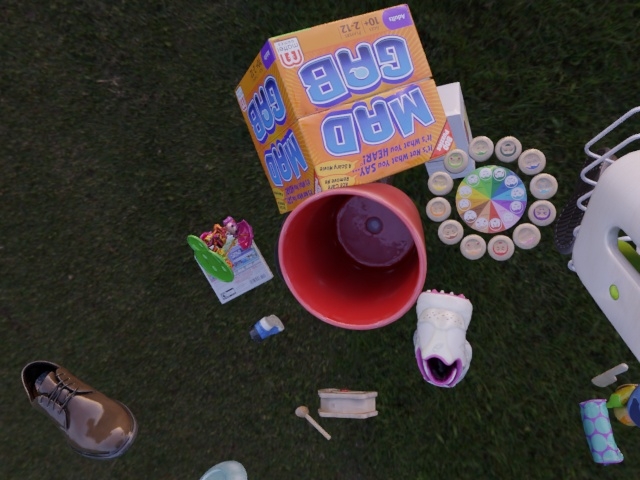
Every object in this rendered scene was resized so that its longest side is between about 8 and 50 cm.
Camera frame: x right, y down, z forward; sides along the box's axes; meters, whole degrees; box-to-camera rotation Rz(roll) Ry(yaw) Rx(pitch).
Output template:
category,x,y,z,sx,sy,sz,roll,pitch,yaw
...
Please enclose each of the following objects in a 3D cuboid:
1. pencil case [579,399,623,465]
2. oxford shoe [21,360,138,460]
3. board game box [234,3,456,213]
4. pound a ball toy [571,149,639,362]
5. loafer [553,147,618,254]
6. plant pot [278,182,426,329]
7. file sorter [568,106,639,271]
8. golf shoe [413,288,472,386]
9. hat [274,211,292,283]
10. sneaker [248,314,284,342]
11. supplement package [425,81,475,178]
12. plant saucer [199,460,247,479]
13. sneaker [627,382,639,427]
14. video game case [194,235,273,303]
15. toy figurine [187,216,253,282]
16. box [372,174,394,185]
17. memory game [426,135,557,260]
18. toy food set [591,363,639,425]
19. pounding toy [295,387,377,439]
category,x,y,z,sx,sy,sz,roll,pitch,yaw
pencil case,0.689,0.469,1.364,0.070,0.064,0.152,-2,62,-2
oxford shoe,-0.343,0.230,0.762,0.227,0.083,0.096,14,147,32
board game box,0.045,-0.305,1.377,0.356,0.356,0.356,-22,95,-20
pound a ball toy,0.326,0.030,0.361,0.208,0.319,0.136,-3,129,-5
loafer,0.836,-0.106,1.681,0.130,0.134,0.366,31,79,-10
plant pot,0.086,0.003,1.095,0.274,0.243,0.275,6,109,17
file sorter,0.575,-0.069,0.988,0.173,0.193,0.278,20,69,-5
golf shoe,0.216,0.216,1.017,0.115,0.140,0.306,4,145,19
hat,0.000,0.000,1.639,0.331,0.134,0.331,-5,103,-19
sneaker,-0.174,0.280,1.740,0.084,0.152,0.058,-37,76,9
supplement package,0.355,-0.304,1.589,0.133,0.139,0.244,-8,143,21
plant saucer,-0.303,0.717,1.598,0.195,0.195,0.037,-28,122,9
sneaker,0.310,0.152,0.479,0.059,0.144,0.053,-42,77,-19
video game case,-0.295,0.088,1.888,0.212,0.023,0.193,-28,96,16
toy figurine,-0.257,-0.001,1.517,0.130,0.159,0.173,-2,131,46
box,0.120,-0.228,1.763,0.168,0.203,0.167,22,110,30
memory game,0.244,-0.061,0.800,0.186,0.012,0.186,-1,86,19
toy food set,0.602,0.321,1.026,0.192,0.132,0.038,41,65,19
pounding toy,0.062,0.594,1.912,0.269,0.154,0.155,-3,81,16
